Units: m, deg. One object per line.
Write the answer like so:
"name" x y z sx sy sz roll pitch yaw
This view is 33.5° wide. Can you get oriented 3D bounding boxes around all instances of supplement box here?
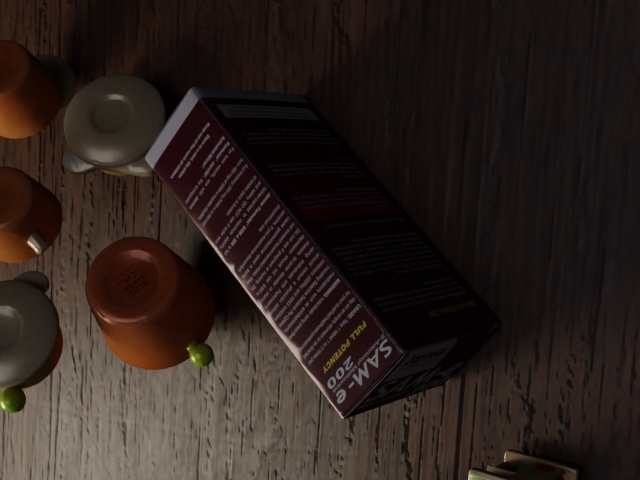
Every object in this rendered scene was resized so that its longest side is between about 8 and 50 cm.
"supplement box" 0.000 0.000 0.741 0.239 0.130 0.073 51 120 22

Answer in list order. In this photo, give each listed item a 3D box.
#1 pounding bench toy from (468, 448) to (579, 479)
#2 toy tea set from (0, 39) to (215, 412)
"pounding bench toy" 0.121 0.171 0.708 0.083 0.065 0.052 10 101 35
"toy tea set" -0.201 -0.021 0.899 0.200 0.124 0.336 -11 66 3
